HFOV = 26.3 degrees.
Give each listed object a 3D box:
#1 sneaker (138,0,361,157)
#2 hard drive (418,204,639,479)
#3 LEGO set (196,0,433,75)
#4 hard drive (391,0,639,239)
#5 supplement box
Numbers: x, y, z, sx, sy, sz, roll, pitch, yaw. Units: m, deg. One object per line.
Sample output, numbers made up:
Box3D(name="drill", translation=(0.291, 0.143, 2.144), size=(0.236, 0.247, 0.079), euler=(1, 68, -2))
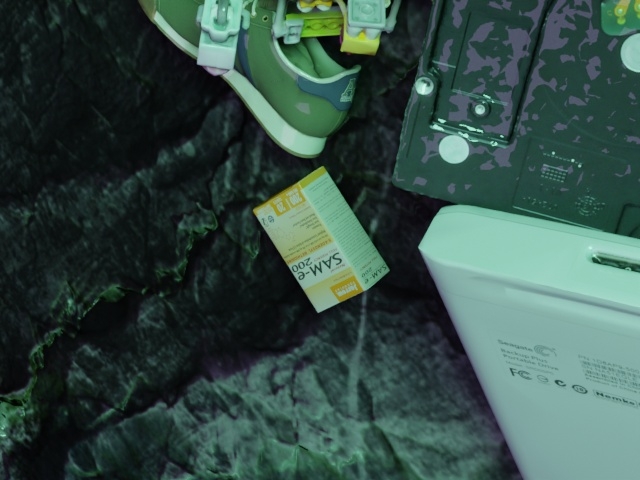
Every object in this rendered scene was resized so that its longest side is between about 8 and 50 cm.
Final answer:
Box3D(name="sneaker", translation=(-0.046, -0.155, 1.003), size=(0.192, 0.064, 0.086), euler=(46, 127, 8))
Box3D(name="hard drive", translation=(0.215, 0.120, 0.853), size=(0.233, 0.047, 0.353), euler=(13, 148, 32))
Box3D(name="LEGO set", translation=(0.063, -0.128, 0.902), size=(0.287, 0.132, 0.107), euler=(15, 152, -1))
Box3D(name="hard drive", translation=(0.187, -0.157, 0.731), size=(0.237, 0.064, 0.339), euler=(15, 120, 7))
Box3D(name="supplement box", translation=(0.000, 0.000, 1.070), size=(0.062, 0.036, 0.098), euler=(-29, 96, 46))
